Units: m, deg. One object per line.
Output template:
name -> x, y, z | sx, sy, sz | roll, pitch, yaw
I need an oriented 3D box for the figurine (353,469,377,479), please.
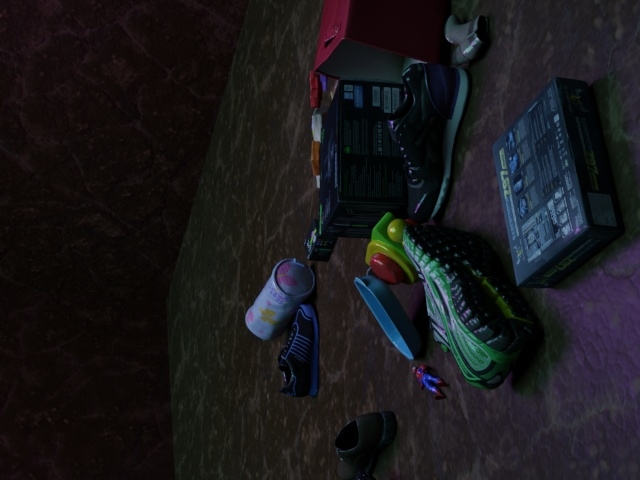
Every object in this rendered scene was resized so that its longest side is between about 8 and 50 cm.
figurine -> 0.106, 0.523, 1.659 | 0.209, 0.092, 0.215 | 172, 103, -67

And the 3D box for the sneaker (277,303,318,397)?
sneaker -> -0.057, 0.260, 2.263 | 0.081, 0.090, 0.232 | 129, 143, -59

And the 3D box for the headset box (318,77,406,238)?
headset box -> 0.077, -0.150, 1.859 | 0.283, 0.131, 0.246 | 120, 152, -75

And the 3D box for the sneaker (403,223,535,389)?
sneaker -> 0.202, 0.090, 1.458 | 0.343, 0.134, 0.146 | -111, 31, -53

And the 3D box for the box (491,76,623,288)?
box -> 0.315, -0.075, 1.282 | 0.183, 0.059, 0.233 | 126, 145, -57

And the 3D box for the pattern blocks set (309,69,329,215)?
pattern blocks set -> 0.003, -0.216, 2.121 | 0.285, 0.026, 0.325 | -44, -48, -79

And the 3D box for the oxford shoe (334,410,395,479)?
oxford shoe -> 0.064, 0.402, 1.846 | 0.227, 0.096, 0.083 | 111, 155, -43

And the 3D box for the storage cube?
storage cube -> 0.114, -0.406, 1.769 | 0.183, 0.215, 0.193 | 150, 130, -69

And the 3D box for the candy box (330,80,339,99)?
candy box -> 0.079, -0.359, 2.105 | 0.187, 0.053, 0.109 | 117, 152, -46

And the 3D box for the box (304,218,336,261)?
box -> 0.000, 0.000, 2.233 | 0.062, 0.052, 0.083 | -105, 26, -46

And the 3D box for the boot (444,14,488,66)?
boot -> 0.252, -0.356, 1.604 | 0.087, 0.042, 0.118 | 138, 134, -55

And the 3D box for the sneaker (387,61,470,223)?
sneaker -> 0.166, -0.173, 1.661 | 0.107, 0.124, 0.283 | -136, 54, -68

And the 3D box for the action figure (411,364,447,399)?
action figure -> 0.185, 0.241, 1.635 | 0.115, 0.030, 0.038 | -144, 56, -72

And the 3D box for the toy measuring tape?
toy measuring tape -> 0.145, 0.046, 1.733 | 0.330, 0.121, 0.121 | 91, 177, -68

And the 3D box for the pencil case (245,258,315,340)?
pencil case -> -0.103, 0.152, 2.406 | 0.124, 0.113, 0.273 | -54, -1, -34

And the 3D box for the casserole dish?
casserole dish -> 0.126, 0.133, 1.698 | 0.188, 0.037, 0.114 | 57, 170, -20
